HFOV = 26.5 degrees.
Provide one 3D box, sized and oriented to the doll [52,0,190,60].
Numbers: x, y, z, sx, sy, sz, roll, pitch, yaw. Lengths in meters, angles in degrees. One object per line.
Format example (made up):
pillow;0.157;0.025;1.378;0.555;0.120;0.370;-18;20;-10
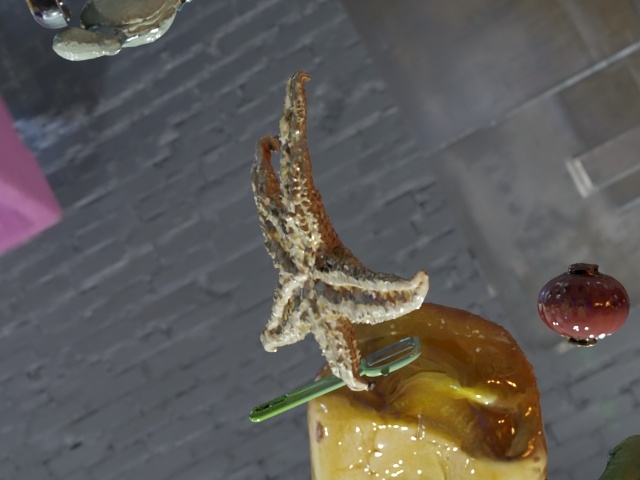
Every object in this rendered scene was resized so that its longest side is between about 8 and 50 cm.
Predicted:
doll;-0.229;-0.279;1.654;0.214;0.072;0.103;-35;-144;-29

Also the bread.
bread;0.169;0.261;1.940;0.361;0.394;0.250;13;-135;16

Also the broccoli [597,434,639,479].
broccoli;0.229;0.251;1.107;0.145;0.165;0.304;8;-155;25

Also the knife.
knife;0.017;0.162;1.521;0.212;0.015;0.054;-23;-157;4

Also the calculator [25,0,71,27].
calculator;-0.345;-0.336;1.618;0.040;0.177;0.268;-23;-165;-1

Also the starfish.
starfish;-0.005;0.001;0.979;0.048;0.231;0.295;-15;178;-20

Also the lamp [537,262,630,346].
lamp;0.290;0.070;1.497;0.101;0.090;0.101;3;-174;0
